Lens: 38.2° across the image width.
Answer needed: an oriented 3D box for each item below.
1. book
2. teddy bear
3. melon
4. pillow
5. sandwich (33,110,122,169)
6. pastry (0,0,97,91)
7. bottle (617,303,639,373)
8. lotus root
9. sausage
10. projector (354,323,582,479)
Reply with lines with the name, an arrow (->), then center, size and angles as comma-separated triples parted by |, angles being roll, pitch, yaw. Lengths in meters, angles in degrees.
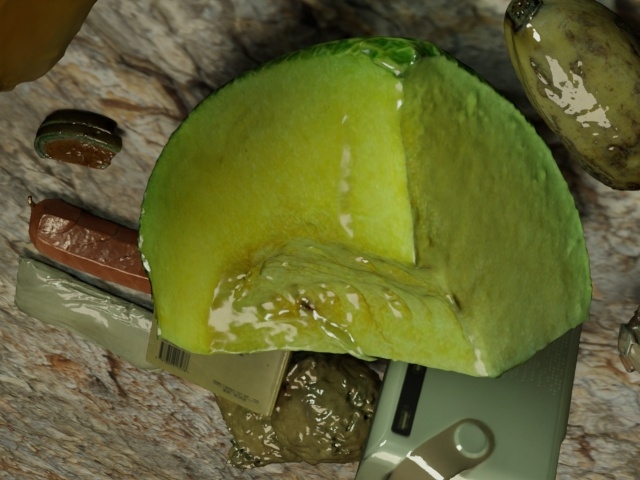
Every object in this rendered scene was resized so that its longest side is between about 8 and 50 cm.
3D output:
book -> -0.097, 0.070, 0.962 | 0.161, 0.026, 0.231 | 24, 127, 9
teddy bear -> -0.018, 0.196, 1.110 | 0.267, 0.156, 0.256 | 36, 144, -24
melon -> 0.000, 0.000, 0.734 | 0.343, 0.226, 0.331 | 8, 161, 41
pillow -> -0.297, 0.102, 1.215 | 0.229, 0.050, 0.148 | 24, 143, -9
sandwich -> -0.231, -0.093, 0.881 | 0.101, 0.026, 0.069 | 9, 147, 16
pastry -> -0.285, -0.209, 0.418 | 0.409, 0.245, 0.410 | -9, 120, -16
bottle -> 0.320, 0.081, 0.795 | 0.099, 0.099, 0.152 | 27, 152, -14
lotus root -> 0.183, -0.095, 0.594 | 0.080, 0.089, 0.179 | -39, 122, 13
sausage -> -0.247, 0.004, 1.013 | 0.169, 0.065, 0.065 | 21, 150, -7
projector -> 0.140, 0.174, 0.899 | 0.177, 0.243, 0.163 | 17, 147, 6
